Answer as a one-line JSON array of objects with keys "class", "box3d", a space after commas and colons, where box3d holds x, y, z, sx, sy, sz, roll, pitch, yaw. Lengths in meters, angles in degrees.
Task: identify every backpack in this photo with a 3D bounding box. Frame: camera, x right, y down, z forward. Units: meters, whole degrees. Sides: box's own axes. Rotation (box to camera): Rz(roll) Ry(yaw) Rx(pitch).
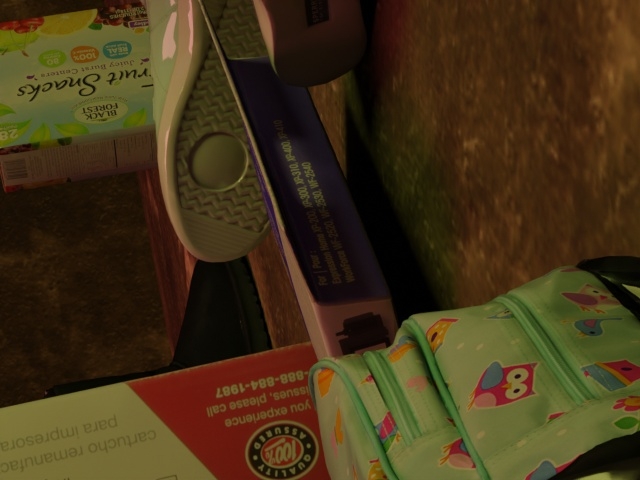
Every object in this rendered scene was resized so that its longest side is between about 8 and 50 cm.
[{"class": "backpack", "box3d": [0.066, 0.075, 0.395, 0.182, 0.115, 0.152, -119, 18, -68]}]

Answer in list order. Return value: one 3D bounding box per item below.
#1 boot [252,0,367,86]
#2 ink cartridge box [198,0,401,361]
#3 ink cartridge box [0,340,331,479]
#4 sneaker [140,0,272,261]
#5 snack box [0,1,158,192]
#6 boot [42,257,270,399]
[{"class": "boot", "box3d": [-0.014, -0.155, 0.718, 0.190, 0.069, 0.086, 97, 157, -65]}, {"class": "ink cartridge box", "box3d": [0.000, 0.000, 0.783, 0.206, 0.045, 0.208, -111, 2, -48]}, {"class": "ink cartridge box", "box3d": [-0.072, 0.282, 0.925, 0.160, 0.279, 0.385, 115, 142, -72]}, {"class": "sneaker", "box3d": [-0.074, -0.120, 1.014, 0.151, 0.094, 0.256, -155, 64, -71]}, {"class": "snack box", "box3d": [-0.218, -0.144, 1.474, 0.070, 0.207, 0.174, 91, 165, -51]}, {"class": "boot", "box3d": [-0.149, 0.117, 1.372, 0.094, 0.207, 0.246, 91, 165, -51]}]
